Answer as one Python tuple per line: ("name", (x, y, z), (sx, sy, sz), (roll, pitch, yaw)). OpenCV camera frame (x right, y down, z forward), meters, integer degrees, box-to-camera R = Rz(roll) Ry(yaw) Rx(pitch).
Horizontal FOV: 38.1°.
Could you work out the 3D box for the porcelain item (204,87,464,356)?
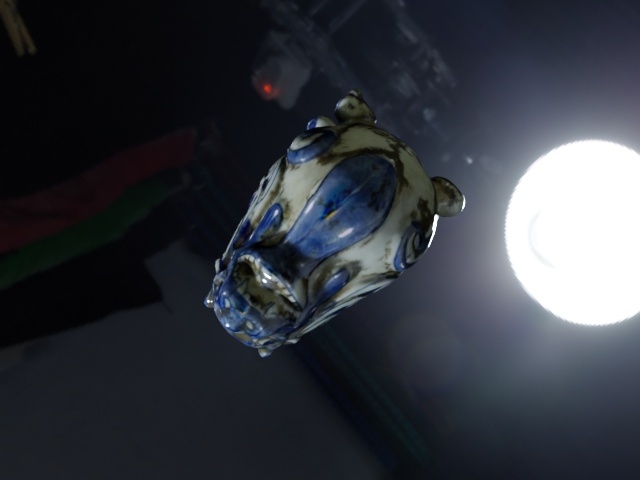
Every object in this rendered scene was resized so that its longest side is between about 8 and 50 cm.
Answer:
("porcelain item", (0.000, 0.000, 0.726), (0.186, 0.138, 0.288), (-49, 4, -3))
